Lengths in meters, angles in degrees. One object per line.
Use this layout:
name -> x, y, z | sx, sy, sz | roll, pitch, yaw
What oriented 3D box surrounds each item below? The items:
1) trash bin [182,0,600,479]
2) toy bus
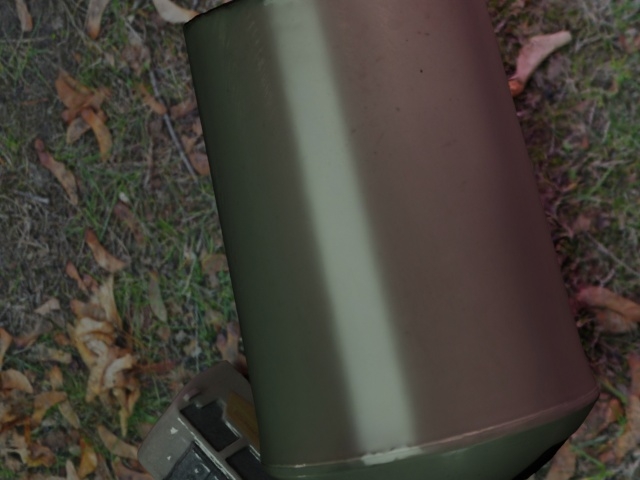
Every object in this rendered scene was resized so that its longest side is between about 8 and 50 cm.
trash bin -> 0.055, 0.008, 1.363 | 0.280, 0.280, 0.432 | -13, 91, 34
toy bus -> -0.023, 0.269, 1.549 | 0.342, 0.138, 0.097 | 45, 123, 14
